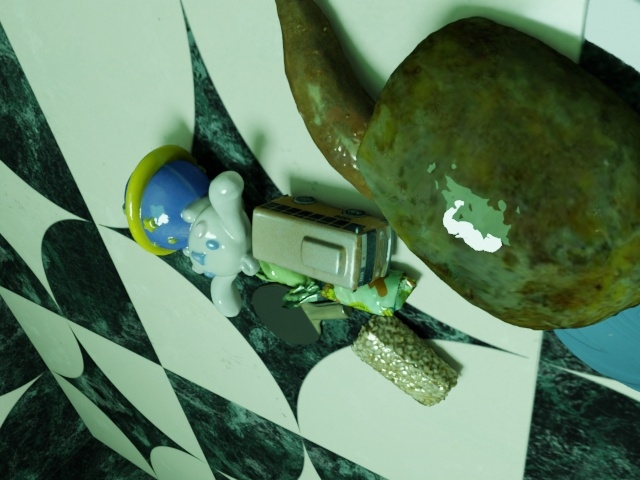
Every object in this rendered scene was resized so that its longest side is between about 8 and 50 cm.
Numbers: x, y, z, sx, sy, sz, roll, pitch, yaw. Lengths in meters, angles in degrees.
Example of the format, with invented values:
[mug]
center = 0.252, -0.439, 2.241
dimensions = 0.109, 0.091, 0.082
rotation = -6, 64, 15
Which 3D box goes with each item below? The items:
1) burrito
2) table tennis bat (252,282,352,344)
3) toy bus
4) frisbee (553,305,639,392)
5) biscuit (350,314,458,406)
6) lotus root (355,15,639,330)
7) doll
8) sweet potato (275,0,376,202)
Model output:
[burrito]
center = 0.001, 0.065, 0.768
dimensions = 0.287, 0.104, 0.054
rotation = 13, 140, 32
[table tennis bat]
center = -0.038, 0.133, 0.922
dimensions = 0.246, 0.022, 0.138
rotation = -15, 112, 47
[toy bus]
center = 0.000, 0.000, 0.702
dimensions = 0.182, 0.103, 0.091
rotation = 16, 114, 29
[frisbee]
center = 0.368, 0.075, 0.515
dimensions = 0.289, 0.049, 0.290
rotation = 22, 135, 24
[biscuit]
center = 0.131, 0.184, 0.786
dimensions = 0.168, 0.070, 0.082
rotation = 38, 143, 4
[lotus root]
center = 0.179, -0.044, 0.478
dimensions = 0.314, 0.142, 0.210
rotation = 45, 141, 11
[doll]
center = -0.192, -0.018, 0.836
dimensions = 0.242, 0.160, 0.311
rotation = 9, 131, 16
[sweet potato]
center = 0.023, -0.150, 0.581
dimensions = 0.292, 0.097, 0.097
rotation = 52, 139, -8
